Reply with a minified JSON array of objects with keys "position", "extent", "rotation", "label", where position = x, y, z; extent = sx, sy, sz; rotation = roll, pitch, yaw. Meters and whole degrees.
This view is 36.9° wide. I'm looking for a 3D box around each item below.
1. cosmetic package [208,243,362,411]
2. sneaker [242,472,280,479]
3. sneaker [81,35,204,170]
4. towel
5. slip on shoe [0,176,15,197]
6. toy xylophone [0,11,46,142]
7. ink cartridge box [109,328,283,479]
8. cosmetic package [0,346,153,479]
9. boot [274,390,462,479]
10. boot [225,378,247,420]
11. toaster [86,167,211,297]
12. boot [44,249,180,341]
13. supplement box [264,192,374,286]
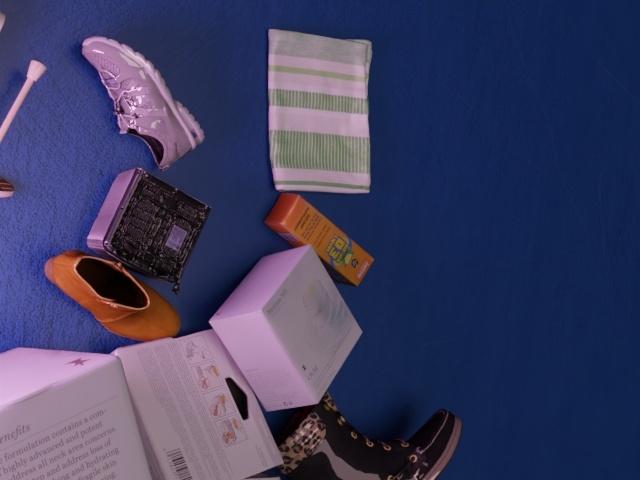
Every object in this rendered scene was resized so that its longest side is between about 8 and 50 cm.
[{"position":[-0.061,0.166,1.846],"extent":[0.224,0.138,0.224],"rotation":[59,39,-19],"label":"cosmetic package"},{"position":[-0.209,0.564,1.808],"extent":[0.323,0.130,0.236],"rotation":[8,83,-38],"label":"sneaker"},{"position":[-0.330,-0.246,1.724],"extent":[0.281,0.105,0.115],"rotation":[48,67,-25],"label":"sneaker"},{"position":[0.004,-0.260,1.979],"extent":[0.248,0.038,0.324],"rotation":[-1,92,-32],"label":"towel"},{"position":[-0.583,-0.084,1.606],"extent":[0.135,0.051,0.041],"rotation":[0,131,-41],"label":"slip on shoe"},{"position":[-0.602,-0.261,1.562],"extent":[0.236,0.081,0.322],"rotation":[38,72,-28],"label":"toy xylophone"},{"position":[-0.231,0.318,1.753],"extent":[0.261,0.066,0.296],"rotation":[-8,67,-49],"label":"ink cartridge box"},{"position":[-0.478,0.405,1.483],"extent":[0.329,0.327,0.393],"rotation":[-21,103,-44],"label":"cosmetic package"},{"position":[0.092,0.417,1.952],"extent":[0.284,0.138,0.377],"rotation":[46,67,-1],"label":"boot"},{"position":[-0.149,0.312,1.878],"extent":[0.137,0.077,0.198],"rotation":[-46,115,-29],"label":"boot"},{"position":[-0.312,-0.017,1.739],"extent":[0.168,0.110,0.185],"rotation":[29,76,-29],"label":"toaster"},{"position":[-0.333,0.109,1.668],"extent":[0.295,0.211,0.104],"rotation":[33,75,-29],"label":"boot"},{"position":[0.000,0.000,1.960],"extent":[0.233,0.080,0.078],"rotation":[39,73,-30],"label":"supplement box"}]
